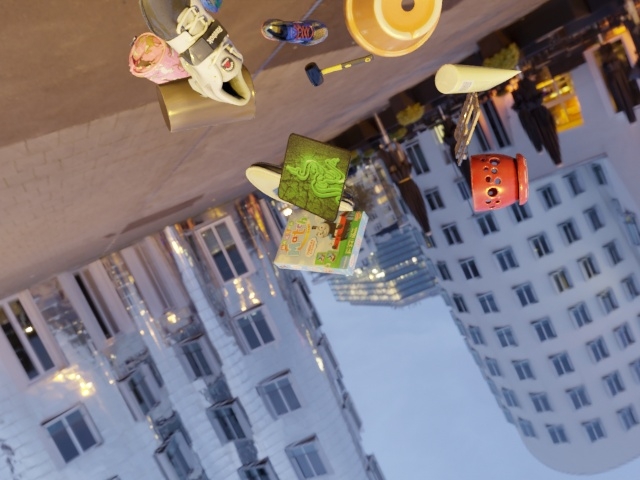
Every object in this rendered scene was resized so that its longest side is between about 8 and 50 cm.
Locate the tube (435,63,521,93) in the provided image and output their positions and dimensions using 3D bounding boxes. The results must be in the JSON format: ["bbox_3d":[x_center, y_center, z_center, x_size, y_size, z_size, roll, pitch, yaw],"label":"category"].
[{"bbox_3d":[0.358,-0.370,1.116,0.240,0.062,0.070,-14,-142,-38],"label":"tube"}]

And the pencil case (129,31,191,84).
[{"bbox_3d":[-0.533,-0.620,1.807,0.167,0.159,0.386,24,-174,19],"label":"pencil case"}]

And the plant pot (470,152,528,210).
[{"bbox_3d":[0.588,-0.197,1.604,0.174,0.190,0.191,-4,-167,22],"label":"plant pot"}]

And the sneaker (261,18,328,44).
[{"bbox_3d":[-0.085,-0.675,1.581,0.222,0.083,0.087,0,-151,1],"label":"sneaker"}]

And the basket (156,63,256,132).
[{"bbox_3d":[-0.312,-0.379,1.316,0.227,0.154,0.204,-18,-168,-19],"label":"basket"}]

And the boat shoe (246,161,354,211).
[{"bbox_3d":[-0.051,-0.174,1.470,0.127,0.340,0.113,118,-9,-63],"label":"boat shoe"}]

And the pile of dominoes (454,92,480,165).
[{"bbox_3d":[0.519,-0.400,1.689,0.040,0.251,0.195,7,-128,2],"label":"pile of dominoes"}]

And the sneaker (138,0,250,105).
[{"bbox_3d":[-0.229,-0.399,0.985,0.122,0.146,0.330,-57,157,-10],"label":"sneaker"}]

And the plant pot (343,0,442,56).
[{"bbox_3d":[0.156,-0.475,0.980,0.205,0.205,0.188,-24,-157,8],"label":"plant pot"}]

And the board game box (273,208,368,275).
[{"bbox_3d":[0.000,0.000,1.216,0.212,0.039,0.160,3,-115,31],"label":"board game box"}]

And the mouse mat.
[{"bbox_3d":[-0.019,-0.136,1.031,0.190,0.152,0.007,26,-160,38],"label":"mouse mat"}]

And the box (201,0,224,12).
[{"bbox_3d":[-0.356,-0.817,1.308,0.177,0.280,0.289,90,22,-68],"label":"box"}]

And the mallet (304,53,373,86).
[{"bbox_3d":[0.054,-0.467,1.330,0.190,0.062,0.039,-5,-125,15],"label":"mallet"}]
